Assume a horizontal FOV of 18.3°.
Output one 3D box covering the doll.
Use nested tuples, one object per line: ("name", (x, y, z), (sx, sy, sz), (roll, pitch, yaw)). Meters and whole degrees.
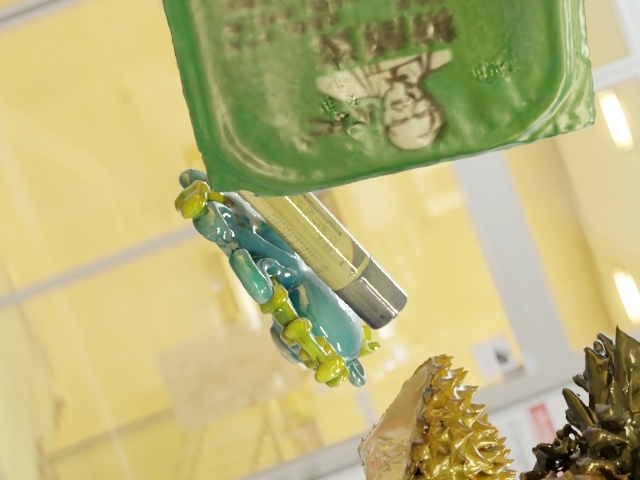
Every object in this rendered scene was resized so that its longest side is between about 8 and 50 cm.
("doll", (-0.055, 0.051, 2.332), (0.341, 0.099, 0.346), (47, 11, -10))

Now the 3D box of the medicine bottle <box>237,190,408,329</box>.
("medicine bottle", (0.000, 0.000, 2.152), (0.231, 0.059, 0.059), (46, 6, -17))

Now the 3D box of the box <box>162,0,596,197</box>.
("box", (0.026, -0.197, 1.241), (0.106, 0.264, 0.336), (-102, -179, -47))

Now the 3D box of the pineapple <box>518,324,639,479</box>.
("pineapple", (0.193, 0.197, 1.417), (0.340, 0.169, 0.169), (-62, 143, -43))

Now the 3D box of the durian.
("durian", (0.108, 0.204, 1.722), (0.138, 0.183, 0.249), (34, 8, -1))
